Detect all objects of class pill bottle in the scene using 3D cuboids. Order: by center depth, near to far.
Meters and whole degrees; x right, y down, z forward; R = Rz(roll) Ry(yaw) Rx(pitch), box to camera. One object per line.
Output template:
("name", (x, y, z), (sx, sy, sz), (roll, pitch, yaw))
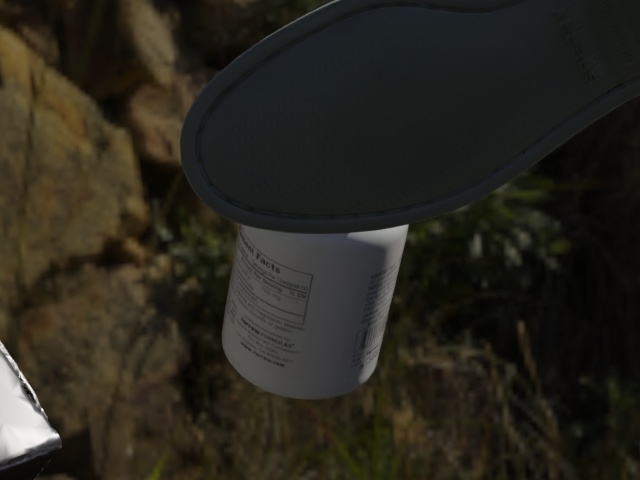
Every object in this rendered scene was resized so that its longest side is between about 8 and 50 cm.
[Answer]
("pill bottle", (0.000, 0.000, 1.319), (0.131, 0.229, 0.131), (8, 34, -5))

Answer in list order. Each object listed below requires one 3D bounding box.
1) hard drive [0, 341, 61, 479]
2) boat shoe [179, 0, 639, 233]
("hard drive", (-0.315, 0.130, 1.046), (0.064, 0.339, 0.237), (-17, 65, -51))
("boat shoe", (0.081, -0.105, 0.913), (0.340, 0.127, 0.113), (-28, 15, -5))
